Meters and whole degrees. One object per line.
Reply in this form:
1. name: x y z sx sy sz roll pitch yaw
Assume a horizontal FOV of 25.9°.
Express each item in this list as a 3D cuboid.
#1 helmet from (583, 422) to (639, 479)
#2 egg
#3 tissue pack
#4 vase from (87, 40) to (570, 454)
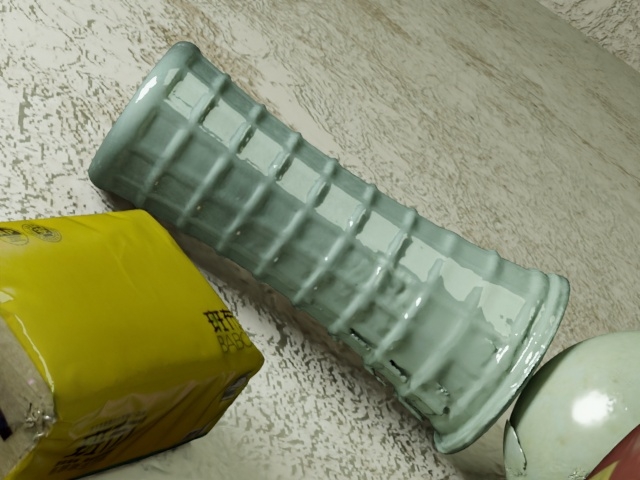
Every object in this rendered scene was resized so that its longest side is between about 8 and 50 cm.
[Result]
1. helmet: 0.218 0.239 0.669 0.337 0.230 0.385 25 60 -20
2. egg: 0.231 0.157 0.891 0.253 0.186 0.186 26 26 -20
3. tissue pack: -0.120 0.049 0.686 0.120 0.082 0.169 50 25 18
4. vase: 0.000 0.000 0.902 0.299 0.143 0.143 34 24 -5
